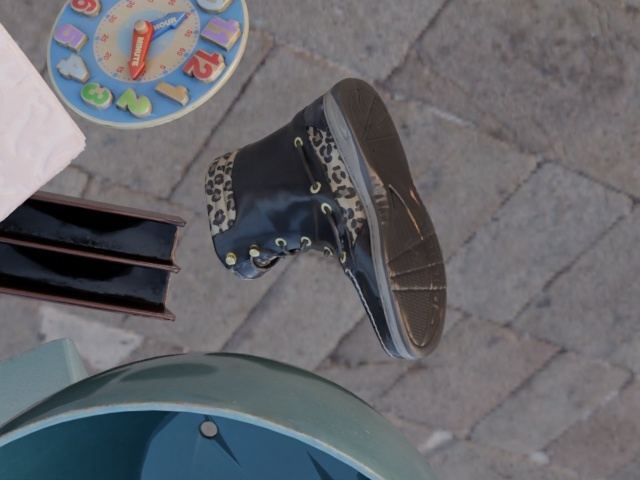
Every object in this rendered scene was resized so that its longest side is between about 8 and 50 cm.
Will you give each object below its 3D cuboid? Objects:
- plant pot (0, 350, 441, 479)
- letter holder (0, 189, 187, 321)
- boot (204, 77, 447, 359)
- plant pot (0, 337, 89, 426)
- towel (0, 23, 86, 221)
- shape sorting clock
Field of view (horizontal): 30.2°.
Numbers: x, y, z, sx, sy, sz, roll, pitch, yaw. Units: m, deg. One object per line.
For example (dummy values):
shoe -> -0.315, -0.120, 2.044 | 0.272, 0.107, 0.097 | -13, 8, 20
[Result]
plant pot -> -0.049, 0.175, 0.612 | 0.290, 0.195, 0.290 | 2, 107, 7
letter holder -> -0.354, 0.016, 1.726 | 0.302, 0.214, 0.152 | 10, 91, -13
boot -> 0.000, 0.000, 1.615 | 0.284, 0.377, 0.138 | -20, 177, 37
plant pot -> -0.387, 0.329, 1.569 | 0.248, 0.252, 0.247 | -21, 136, -10
towel -> -0.486, -0.124, 1.416 | 0.332, 0.053, 0.317 | -43, 128, -15
shape sorting clock -> -0.171, -0.201, 1.160 | 0.206, 0.206, 0.040 | -6, 156, 6
